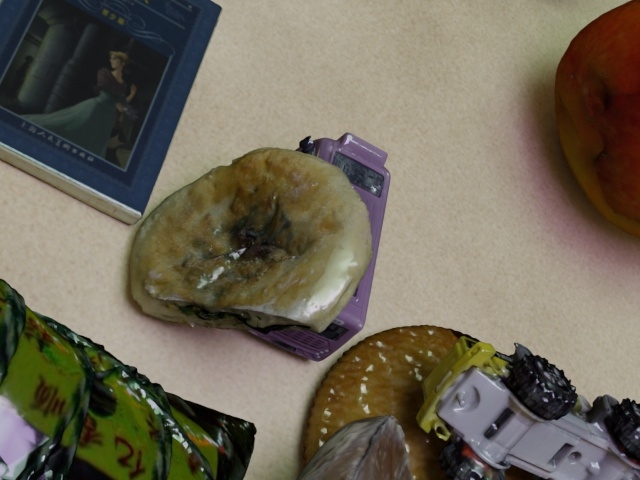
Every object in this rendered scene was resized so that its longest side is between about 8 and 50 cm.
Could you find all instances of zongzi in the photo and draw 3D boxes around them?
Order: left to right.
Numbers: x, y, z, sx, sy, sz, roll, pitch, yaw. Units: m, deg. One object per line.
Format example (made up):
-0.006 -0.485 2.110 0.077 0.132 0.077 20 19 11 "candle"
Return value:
-0.182 0.202 0.700 0.383 0.319 0.362 22 29 -28 "zongzi"

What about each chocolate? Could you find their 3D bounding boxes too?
0.002 0.240 0.880 0.254 0.080 0.157 -51 134 -60 "chocolate"

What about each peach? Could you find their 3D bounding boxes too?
0.431 -0.129 1.309 0.373 0.290 0.372 22 48 -27 "peach"

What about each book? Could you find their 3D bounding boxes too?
-0.209 -0.164 1.075 0.191 0.025 0.269 29 54 -18 "book"

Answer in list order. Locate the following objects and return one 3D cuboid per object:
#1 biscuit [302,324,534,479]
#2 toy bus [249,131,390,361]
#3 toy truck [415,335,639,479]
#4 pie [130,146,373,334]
0.115 0.220 1.085 0.305 0.038 0.305 15 58 -26 "biscuit"
0.000 0.000 1.075 0.096 0.108 0.199 26 55 -21 "toy bus"
0.221 0.180 1.069 0.286 0.136 0.111 28 22 -23 "toy truck"
-0.057 -0.002 0.999 0.052 0.218 0.185 61 39 -45 "pie"
